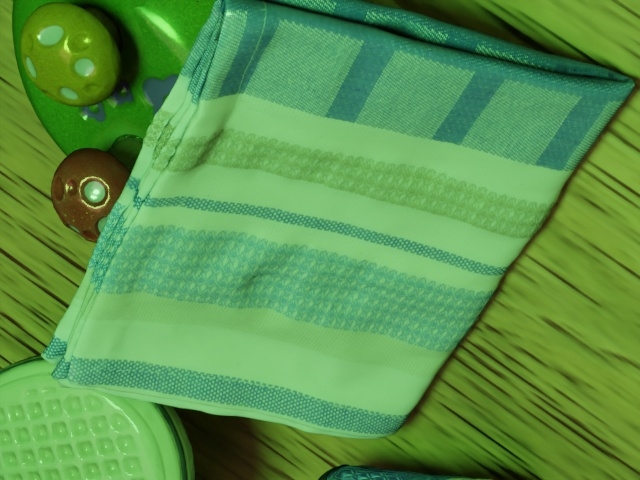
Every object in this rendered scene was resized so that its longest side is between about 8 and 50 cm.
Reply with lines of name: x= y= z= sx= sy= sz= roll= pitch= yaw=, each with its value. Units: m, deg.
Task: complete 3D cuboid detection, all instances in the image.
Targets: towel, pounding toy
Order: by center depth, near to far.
towel: x=0.000 y=0.000 z=0.865 sx=0.209 sy=0.034 sz=0.285 roll=12 pitch=135 yaw=-19
pounding toy: x=-0.086 y=-0.084 z=0.877 sx=0.183 sy=0.110 sz=0.237 roll=50 pitch=133 yaw=-8

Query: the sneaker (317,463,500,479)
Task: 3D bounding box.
sneaker: x=0.062 y=0.261 z=1.037 sx=0.147 sy=0.129 sz=0.330 roll=17 pitch=127 yaw=40

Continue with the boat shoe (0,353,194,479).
boat shoe: x=-0.194 y=0.223 z=1.128 sx=0.186 sy=0.156 sz=0.500 roll=37 pitch=133 yaw=8
